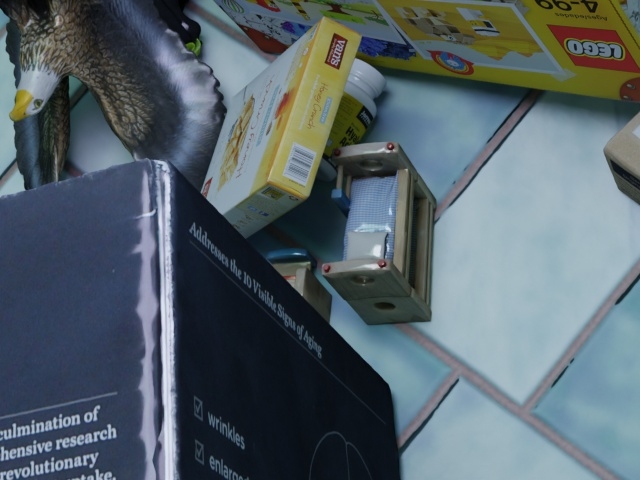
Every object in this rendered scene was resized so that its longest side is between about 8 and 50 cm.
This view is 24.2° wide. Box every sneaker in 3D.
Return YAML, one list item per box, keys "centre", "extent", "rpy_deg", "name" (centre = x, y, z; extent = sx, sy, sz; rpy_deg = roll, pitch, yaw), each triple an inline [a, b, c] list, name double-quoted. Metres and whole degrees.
- centre: [-0.189, -0.278, 1.657]
  extent: [0.097, 0.084, 0.234]
  rpy_deg: [-14, 58, -13]
  name: "sneaker"

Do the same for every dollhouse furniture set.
- centre: [0.000, 0.000, 1.397]
  extent: [0.184, 0.129, 0.129]
  rpy_deg: [-5, 64, 20]
  name: "dollhouse furniture set"

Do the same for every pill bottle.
- centre: [0.016, -0.122, 1.488]
  extent: [0.065, 0.065, 0.116]
  rpy_deg: [26, 78, 30]
  name: "pill bottle"

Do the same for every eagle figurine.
- centre: [-0.253, -0.173, 1.523]
  extent: [0.225, 0.298, 0.226]
  rpy_deg: [-42, 41, -17]
  name: "eagle figurine"

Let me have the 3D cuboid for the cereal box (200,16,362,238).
- centre: [-0.050, -0.092, 1.418]
  extent: [0.240, 0.047, 0.173]
  rpy_deg: [-29, 40, 62]
  name: "cereal box"

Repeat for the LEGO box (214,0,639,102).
- centre: [0.073, -0.319, 1.332]
  extent: [0.500, 0.372, 0.193]
  rpy_deg: [13, 71, 39]
  name: "LEGO box"

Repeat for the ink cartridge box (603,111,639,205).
- centre: [0.399, -0.088, 1.302]
  extent: [0.235, 0.088, 0.193]
  rpy_deg: [-44, 56, -3]
  name: "ink cartridge box"

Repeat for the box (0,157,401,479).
- centre: [-0.130, 0.271, 1.111]
  extent: [0.297, 0.480, 0.471]
  rpy_deg: [-12, 61, 18]
  name: "box"
